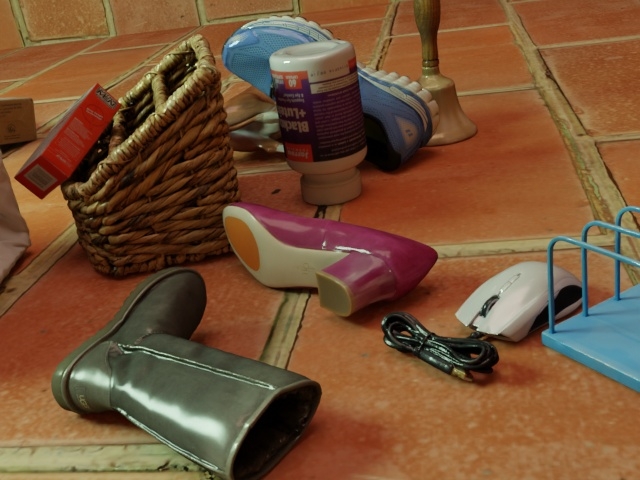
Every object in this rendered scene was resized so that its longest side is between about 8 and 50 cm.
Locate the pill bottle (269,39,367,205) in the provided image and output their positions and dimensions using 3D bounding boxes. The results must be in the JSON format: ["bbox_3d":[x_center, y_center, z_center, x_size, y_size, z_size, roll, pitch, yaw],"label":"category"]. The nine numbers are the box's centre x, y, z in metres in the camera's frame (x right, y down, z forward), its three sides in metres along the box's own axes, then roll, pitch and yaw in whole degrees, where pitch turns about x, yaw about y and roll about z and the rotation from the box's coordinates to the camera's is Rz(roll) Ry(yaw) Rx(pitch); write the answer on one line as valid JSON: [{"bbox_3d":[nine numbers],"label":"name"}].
[{"bbox_3d":[0.002,-0.148,1.035,0.108,0.193,0.108,-8,23,3],"label":"pill bottle"}]

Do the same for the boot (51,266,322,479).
[{"bbox_3d":[-0.090,0.096,0.652,0.209,0.076,0.189,1,38,37],"label":"boot"}]

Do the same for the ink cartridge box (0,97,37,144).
[{"bbox_3d":[-0.687,-0.219,1.519,0.193,0.088,0.235,5,14,25],"label":"ink cartridge box"}]

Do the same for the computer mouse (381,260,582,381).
[{"bbox_3d":[0.154,0.055,0.702,0.193,0.042,0.106,-24,27,-32],"label":"computer mouse"}]

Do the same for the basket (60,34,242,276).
[{"bbox_3d":[-0.218,-0.117,1.004,0.214,0.222,0.299,-12,24,-6],"label":"basket"}]

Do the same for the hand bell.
[{"bbox_3d":[0.163,-0.274,1.211,0.126,0.241,0.126,-7,24,3],"label":"hand bell"}]

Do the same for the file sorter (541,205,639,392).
[{"bbox_3d":[0.277,0.029,0.642,0.170,0.104,0.118,-21,25,-26],"label":"file sorter"}]

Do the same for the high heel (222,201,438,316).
[{"bbox_3d":[0.000,0.000,0.832,0.117,0.082,0.244,-23,28,-32],"label":"high heel"}]

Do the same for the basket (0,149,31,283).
[{"bbox_3d":[-0.522,-0.059,0.841,0.267,0.331,0.328,-8,23,6],"label":"basket"}]

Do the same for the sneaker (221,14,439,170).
[{"bbox_3d":[-0.002,-0.204,1.150,0.330,0.129,0.147,27,54,12],"label":"sneaker"}]

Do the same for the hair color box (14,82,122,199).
[{"bbox_3d":[-0.300,-0.120,0.974,0.072,0.043,0.141,-26,32,40],"label":"hair color box"}]

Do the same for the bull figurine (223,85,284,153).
[{"bbox_3d":[-0.065,-0.221,1.343,0.189,0.101,0.310,7,32,18],"label":"bull figurine"}]
